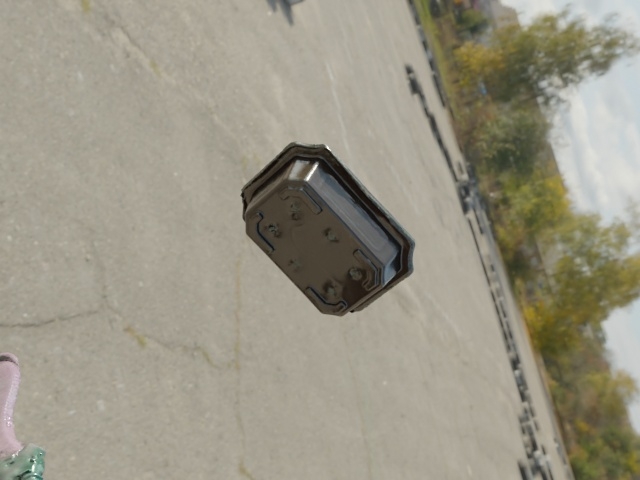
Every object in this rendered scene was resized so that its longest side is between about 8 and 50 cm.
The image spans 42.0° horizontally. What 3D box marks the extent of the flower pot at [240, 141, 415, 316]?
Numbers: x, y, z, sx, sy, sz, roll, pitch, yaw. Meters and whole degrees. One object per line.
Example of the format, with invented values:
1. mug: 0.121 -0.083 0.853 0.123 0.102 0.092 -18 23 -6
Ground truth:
1. flower pot: 0.000 0.000 1.146 0.251 0.179 0.084 47 29 -9

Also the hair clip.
1. hair clip: -0.311 0.193 0.767 0.096 0.359 0.110 15 94 -35
